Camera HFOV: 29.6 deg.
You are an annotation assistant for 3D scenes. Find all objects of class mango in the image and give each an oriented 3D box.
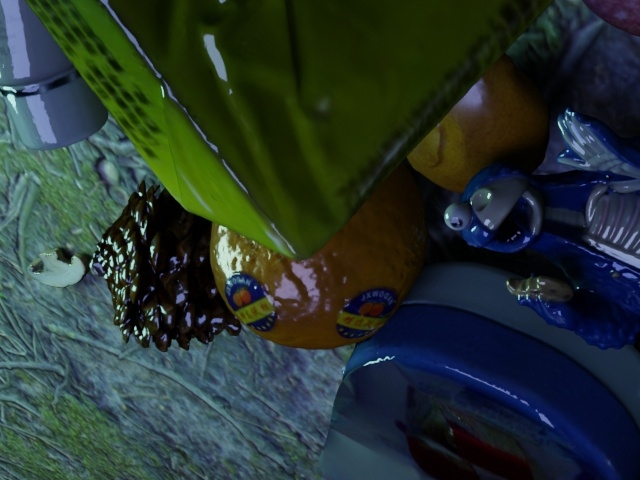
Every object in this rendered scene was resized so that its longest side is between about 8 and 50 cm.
[{"bbox_3d":[0.101,-0.078,0.814,0.105,0.084,0.159,39,178,8],"label":"mango"}]

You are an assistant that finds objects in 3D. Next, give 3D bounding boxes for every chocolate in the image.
[{"bbox_3d":[-0.027,-0.189,0.669,0.137,0.301,0.288,0,130,56],"label":"chocolate"}]

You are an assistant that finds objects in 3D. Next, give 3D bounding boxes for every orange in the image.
[{"bbox_3d":[0.000,-0.001,0.942,0.155,0.177,0.178,10,165,-43],"label":"orange"}]

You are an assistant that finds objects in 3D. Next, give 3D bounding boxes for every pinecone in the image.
[{"bbox_3d":[-0.120,0.026,1.096,0.174,0.173,0.173,22,141,19],"label":"pinecone"}]

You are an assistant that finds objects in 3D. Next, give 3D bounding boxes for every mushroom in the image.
[{"bbox_3d":[-0.288,0.030,1.342,0.101,0.019,0.049,-6,126,40],"label":"mushroom"}]

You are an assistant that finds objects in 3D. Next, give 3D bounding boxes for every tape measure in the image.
[{"bbox_3d":[0.144,0.137,1.005,0.259,0.138,0.262,22,141,18],"label":"tape measure"}]

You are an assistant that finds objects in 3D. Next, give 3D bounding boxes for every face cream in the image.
[{"bbox_3d":[-0.263,-0.226,0.998,0.143,0.089,0.314,6,125,37],"label":"face cream"}]

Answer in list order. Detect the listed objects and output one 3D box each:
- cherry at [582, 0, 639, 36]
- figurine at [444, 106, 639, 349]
[{"bbox_3d":[0.238,-0.155,0.670,0.226,0.090,0.107,10,117,5],"label":"cherry"},{"bbox_3d":[0.209,-0.008,0.784,0.262,0.120,0.164,20,127,-15],"label":"figurine"}]
